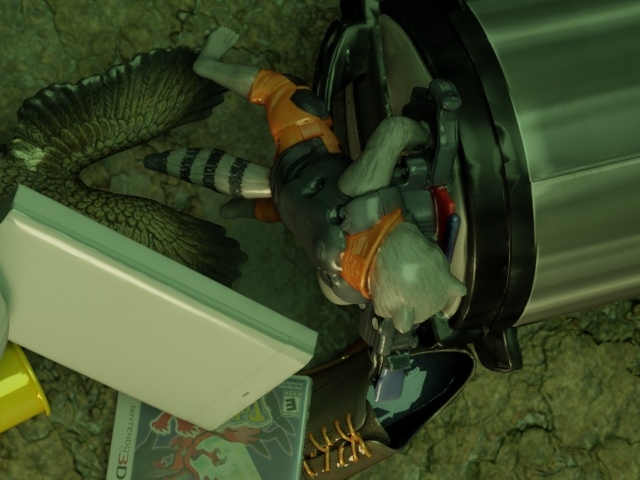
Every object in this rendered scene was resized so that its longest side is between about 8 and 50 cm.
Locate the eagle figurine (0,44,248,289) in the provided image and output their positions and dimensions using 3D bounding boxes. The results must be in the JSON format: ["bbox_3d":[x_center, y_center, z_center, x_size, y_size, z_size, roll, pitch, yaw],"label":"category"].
[{"bbox_3d":[-0.231,-0.062,1.597,0.298,0.226,0.225,0,52,8],"label":"eagle figurine"}]

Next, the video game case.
[{"bbox_3d":[-0.116,0.220,1.660,0.201,0.023,0.183,3,76,12],"label":"video game case"}]

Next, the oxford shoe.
[{"bbox_3d":[0.000,0.196,1.705,0.364,0.133,0.130,-34,101,-15],"label":"oxford shoe"}]

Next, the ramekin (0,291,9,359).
[{"bbox_3d":[-0.414,0.077,1.466,0.277,0.277,0.135,35,50,-14],"label":"ramekin"}]

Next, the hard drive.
[{"bbox_3d":[-0.185,0.071,1.525,0.307,0.203,0.040,27,52,-20],"label":"hard drive"}]

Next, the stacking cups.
[{"bbox_3d":[-0.425,0.196,1.594,0.316,0.096,0.096,-25,96,-14],"label":"stacking cups"}]

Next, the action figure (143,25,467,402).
[{"bbox_3d":[0.000,0.000,1.474,0.178,0.330,0.341,-17,125,-33],"label":"action figure"}]

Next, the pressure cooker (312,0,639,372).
[{"bbox_3d":[0.197,-0.103,1.649,0.420,0.375,0.370,-14,49,-16],"label":"pressure cooker"}]
